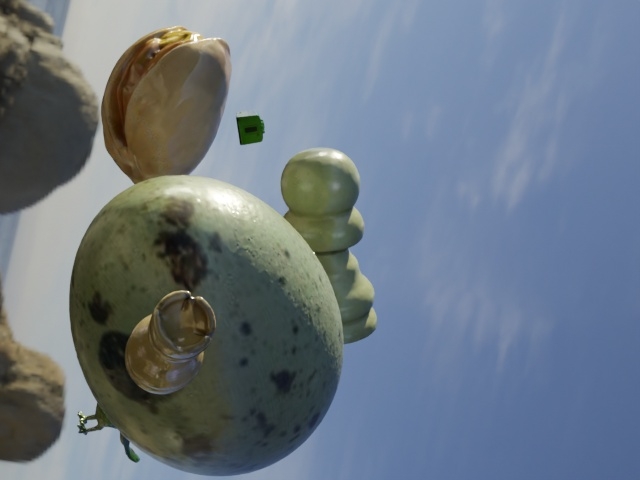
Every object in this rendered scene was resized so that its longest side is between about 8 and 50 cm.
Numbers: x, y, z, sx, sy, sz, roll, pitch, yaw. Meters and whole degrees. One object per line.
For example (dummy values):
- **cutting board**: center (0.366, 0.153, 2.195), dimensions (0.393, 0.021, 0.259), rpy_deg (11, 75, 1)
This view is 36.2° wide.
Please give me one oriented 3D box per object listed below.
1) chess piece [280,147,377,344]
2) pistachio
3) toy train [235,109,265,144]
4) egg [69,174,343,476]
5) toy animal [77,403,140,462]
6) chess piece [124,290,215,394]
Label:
- **chess piece**: center (0.000, 0.000, 1.316), dimensions (0.144, 0.144, 0.251), rpy_deg (-124, -151, -68)
- **pistachio**: center (-0.281, -0.241, 1.800), dimensions (0.308, 0.230, 0.230), rpy_deg (-67, -163, 0)
- **toy train**: center (-0.111, -0.184, 1.572), dimensions (0.209, 0.042, 0.044), rpy_deg (-112, -166, -79)
- **egg**: center (-0.124, 0.096, 1.070), dimensions (0.379, 0.288, 0.287), rpy_deg (60, 24, -50)
- **toy animal**: center (-0.303, 0.267, 1.393), dimensions (0.217, 0.075, 0.041), rpy_deg (94, -14, -50)
- **chess piece**: center (-0.118, 0.078, 0.774), dimensions (0.122, 0.066, 0.066), rpy_deg (128, -29, -64)
